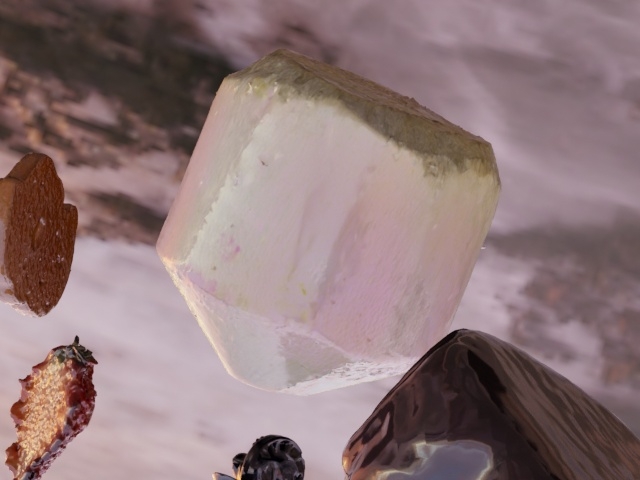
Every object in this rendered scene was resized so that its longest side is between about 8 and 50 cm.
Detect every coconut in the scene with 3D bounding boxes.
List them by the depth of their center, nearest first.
[{"bbox_3d":[0.000,0.000,1.680,0.297,0.309,0.297,23,-169,-5],"label":"coconut"}]

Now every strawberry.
[{"bbox_3d":[-0.242,0.160,1.615,0.048,0.152,0.104,22,177,-36],"label":"strawberry"}]

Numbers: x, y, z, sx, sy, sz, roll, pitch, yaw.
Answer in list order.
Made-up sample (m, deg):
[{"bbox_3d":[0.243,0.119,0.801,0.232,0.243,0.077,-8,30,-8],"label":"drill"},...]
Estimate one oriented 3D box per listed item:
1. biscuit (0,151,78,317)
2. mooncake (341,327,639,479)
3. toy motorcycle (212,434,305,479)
[{"bbox_3d":[-0.194,-0.002,1.182,0.019,0.102,0.130,7,159,13],"label":"biscuit"},{"bbox_3d":[0.130,0.184,0.993,0.283,0.141,0.283,42,-165,-14],"label":"mooncake"},{"bbox_3d":[-0.011,0.347,1.703,0.125,0.212,0.358,6,147,44],"label":"toy motorcycle"}]
